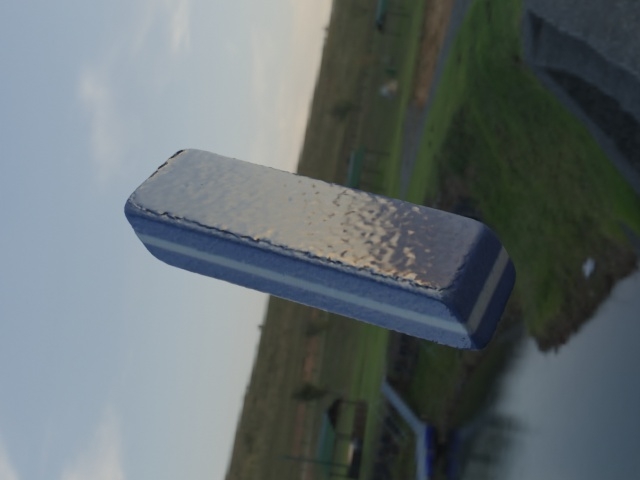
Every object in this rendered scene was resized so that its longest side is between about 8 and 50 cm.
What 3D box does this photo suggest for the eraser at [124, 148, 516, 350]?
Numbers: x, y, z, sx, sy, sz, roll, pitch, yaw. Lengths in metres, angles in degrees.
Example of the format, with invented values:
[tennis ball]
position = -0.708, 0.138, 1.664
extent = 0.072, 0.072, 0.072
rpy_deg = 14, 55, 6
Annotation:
[eraser]
position = 0.000, 0.000, 0.621
extent = 0.082, 0.225, 0.036
rpy_deg = -56, -25, -47
